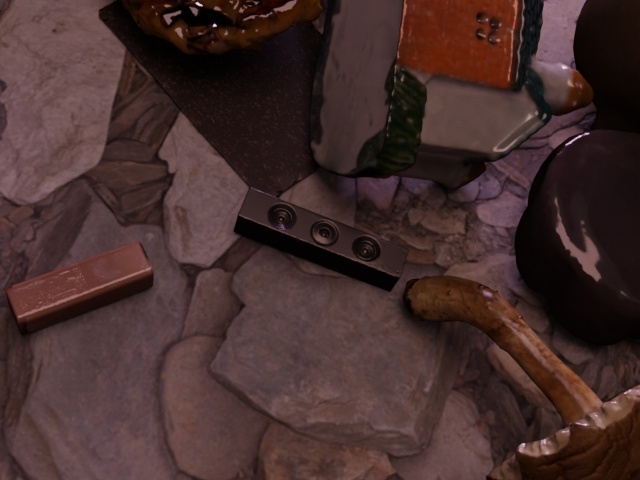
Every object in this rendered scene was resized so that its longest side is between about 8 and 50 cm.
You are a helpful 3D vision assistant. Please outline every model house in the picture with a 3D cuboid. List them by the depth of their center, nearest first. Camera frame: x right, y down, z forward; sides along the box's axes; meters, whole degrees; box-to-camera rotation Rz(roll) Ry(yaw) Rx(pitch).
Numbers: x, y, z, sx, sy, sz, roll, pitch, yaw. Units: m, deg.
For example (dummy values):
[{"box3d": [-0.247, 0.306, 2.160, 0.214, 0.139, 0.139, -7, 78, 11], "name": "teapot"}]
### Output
[{"box3d": [0.164, -0.185, 1.149, 0.300, 0.190, 0.272, 9, 85, -21], "name": "model house"}]

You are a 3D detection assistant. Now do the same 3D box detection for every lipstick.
[{"box3d": [-0.249, 0.048, 1.034, 0.145, 0.045, 0.045, -21, 69, -21], "name": "lipstick"}]

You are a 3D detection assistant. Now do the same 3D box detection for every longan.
[{"box3d": [0.451, -0.217, 1.215, 0.300, 0.243, 0.300, 0, 90, 15], "name": "longan"}]

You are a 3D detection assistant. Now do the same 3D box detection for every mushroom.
[{"box3d": [0.210, 0.141, 0.982, 0.301, 0.233, 0.208, 30, 54, 2], "name": "mushroom"}]

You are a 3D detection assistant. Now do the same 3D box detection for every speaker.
[{"box3d": [0.000, 0.000, 1.112, 0.191, 0.046, 0.040, 21, 63, -3], "name": "speaker"}]

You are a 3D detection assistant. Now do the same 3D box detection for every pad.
[{"box3d": [-0.090, -0.217, 1.224, 0.220, 0.004, 0.330, -35, 75, -25], "name": "pad"}]

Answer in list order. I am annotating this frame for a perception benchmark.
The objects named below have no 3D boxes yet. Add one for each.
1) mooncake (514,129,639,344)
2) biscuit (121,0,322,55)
[{"box3d": [0.339, -0.002, 1.136, 0.244, 0.133, 0.245, 5, 63, -10], "name": "mooncake"}, {"box3d": [-0.126, -0.354, 1.229, 0.289, 0.081, 0.334, -19, 60, -12], "name": "biscuit"}]
